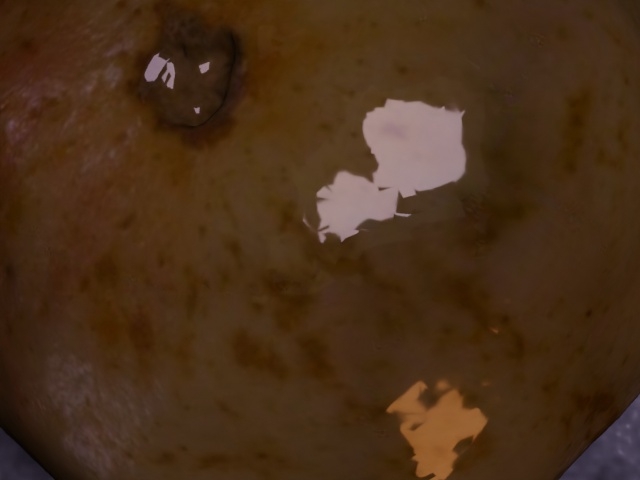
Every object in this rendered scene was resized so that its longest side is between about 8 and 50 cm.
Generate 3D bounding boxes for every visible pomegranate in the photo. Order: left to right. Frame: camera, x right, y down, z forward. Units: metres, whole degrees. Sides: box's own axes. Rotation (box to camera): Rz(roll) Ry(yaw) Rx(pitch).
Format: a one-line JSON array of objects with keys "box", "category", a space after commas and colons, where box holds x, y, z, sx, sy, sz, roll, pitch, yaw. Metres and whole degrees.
[{"box": [0.000, 0.000, 0.729, 0.342, 0.342, 0.342, 3, 72, -10], "category": "pomegranate"}]
